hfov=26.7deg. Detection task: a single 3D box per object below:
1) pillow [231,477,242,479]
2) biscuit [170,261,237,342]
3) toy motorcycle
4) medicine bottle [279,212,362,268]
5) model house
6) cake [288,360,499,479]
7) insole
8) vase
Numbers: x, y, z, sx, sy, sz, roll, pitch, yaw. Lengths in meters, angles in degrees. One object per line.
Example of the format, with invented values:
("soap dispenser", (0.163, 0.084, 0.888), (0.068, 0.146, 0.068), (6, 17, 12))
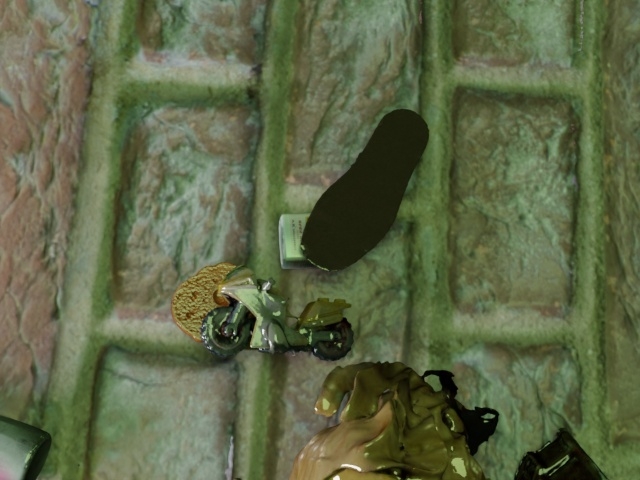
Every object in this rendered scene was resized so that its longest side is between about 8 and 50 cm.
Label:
("pillow", (-0.143, 0.454, 1.749), (0.084, 0.223, 0.236), (2, 62, -52))
("biscuit", (-0.152, 0.087, 1.941), (0.130, 0.019, 0.102), (-30, 78, -15))
("toy motorcycle", (-0.057, 0.102, 1.898), (0.229, 0.094, 0.129), (5, 79, -23))
("medicine bottle", (0.000, 0.000, 1.967), (0.118, 0.055, 0.074), (-1, 70, -7))
("model house", (0.334, 0.365, 1.877), (0.152, 0.106, 0.165), (-34, 43, -4))
("cake", (0.120, 0.314, 1.743), (0.332, 0.332, 0.321), (18, 75, -1))
("insole", (0.074, -0.077, 1.988), (0.111, 0.007, 0.327), (30, 58, 4))
("vase", (-0.477, 0.258, 1.821), (0.214, 0.086, 0.086), (23, 71, 6))
